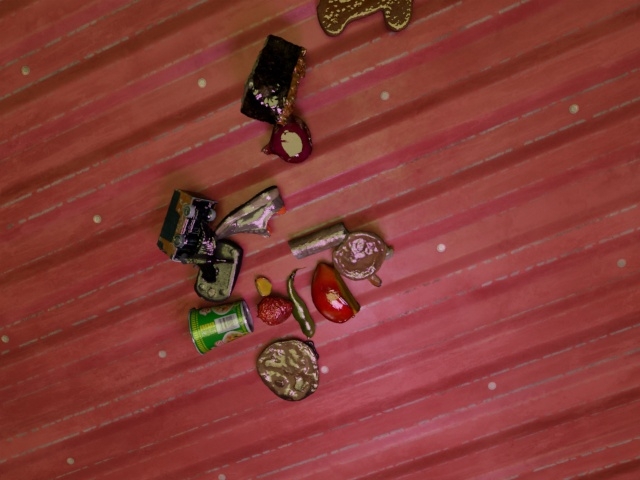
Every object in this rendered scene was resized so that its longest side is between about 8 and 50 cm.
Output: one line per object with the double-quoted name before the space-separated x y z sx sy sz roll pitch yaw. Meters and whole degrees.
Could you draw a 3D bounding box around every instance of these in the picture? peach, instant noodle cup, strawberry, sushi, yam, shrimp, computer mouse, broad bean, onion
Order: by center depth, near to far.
"sushi" -0.177 -0.597 1.679 0.207 0.234 0.349 20 72 -12
"onion" -0.144 -0.393 1.762 0.217 0.140 0.196 -17 105 9
"yam" 0.000 0.000 1.838 0.258 0.093 0.093 -20 98 6
"peach" 0.040 0.229 1.842 0.158 0.154 0.268 -29 98 9
"shrimp" 0.255 0.113 1.865 0.160 0.049 0.166 -20 99 9
"instant noodle cup" -0.416 0.352 1.877 0.232 0.207 0.207 -17 99 0
"computer mouse" -0.429 0.126 1.877 0.170 0.100 0.270 16 94 0
"strawberry" -0.193 0.303 1.879 0.148 0.131 0.131 5 101 24
"peach" -0.253 0.201 1.904 0.083 0.050 0.078 27 77 -11
"broad bean" -0.084 0.281 1.908 0.097 0.056 0.319 -9 97 5

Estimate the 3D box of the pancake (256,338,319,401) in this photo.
"pancake" -0.133 0.571 1.946 0.293 0.049 0.295 1 98 6

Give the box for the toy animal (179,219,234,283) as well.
"toy animal" -0.446 0.067 1.767 0.160 0.197 0.273 -16 67 29

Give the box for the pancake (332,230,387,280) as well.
"pancake" 0.160 0.066 1.808 0.236 0.042 0.223 -32 109 17

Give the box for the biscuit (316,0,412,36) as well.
"biscuit" 0.167 -0.955 1.675 0.393 0.076 0.369 -11 99 8

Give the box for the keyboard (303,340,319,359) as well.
"keyboard" -0.139 0.530 1.973 0.262 0.016 0.106 -21 98 7

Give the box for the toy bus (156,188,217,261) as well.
"toy bus" -0.553 -0.062 1.812 0.167 0.138 0.276 28 102 34

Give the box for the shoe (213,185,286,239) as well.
"shoe" -0.279 -0.074 1.832 0.336 0.132 0.171 -34 106 5
